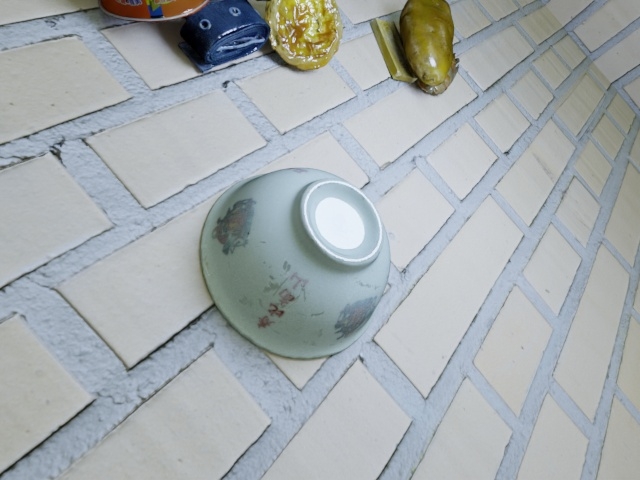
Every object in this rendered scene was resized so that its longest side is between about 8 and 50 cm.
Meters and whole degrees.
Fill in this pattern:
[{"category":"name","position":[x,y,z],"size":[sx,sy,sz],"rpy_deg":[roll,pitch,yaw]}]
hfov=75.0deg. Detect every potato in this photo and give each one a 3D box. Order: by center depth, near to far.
[{"category":"potato","position":[0.357,-0.670,1.393],"size":[0.195,0.177,0.368],"rpy_deg":[55,35,-54]}]

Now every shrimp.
[{"category":"shrimp","position":[0.421,-0.617,1.496],"size":[0.154,0.062,0.294],"rpy_deg":[42,53,2]}]

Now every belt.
[{"category":"belt","position":[-0.232,-0.512,1.004],"size":[0.128,0.122,0.218],"rpy_deg":[49,53,3]}]

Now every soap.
[{"category":"soap","position":[0.250,-0.647,1.421],"size":[0.092,0.037,0.251],"rpy_deg":[-5,69,-32]}]

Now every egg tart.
[{"category":"egg tart","position":[-0.051,-0.586,1.138],"size":[0.241,0.106,0.240],"rpy_deg":[-7,104,-29]}]

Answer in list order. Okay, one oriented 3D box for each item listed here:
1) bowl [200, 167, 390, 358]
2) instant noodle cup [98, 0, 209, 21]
[{"category":"bowl","position":[0.000,0.000,0.835],"size":[0.435,0.196,0.434],"rpy_deg":[14,59,-25]},{"category":"instant noodle cup","position":[-0.367,-0.608,0.870],"size":[0.251,0.192,0.250],"rpy_deg":[1,51,-1]}]
